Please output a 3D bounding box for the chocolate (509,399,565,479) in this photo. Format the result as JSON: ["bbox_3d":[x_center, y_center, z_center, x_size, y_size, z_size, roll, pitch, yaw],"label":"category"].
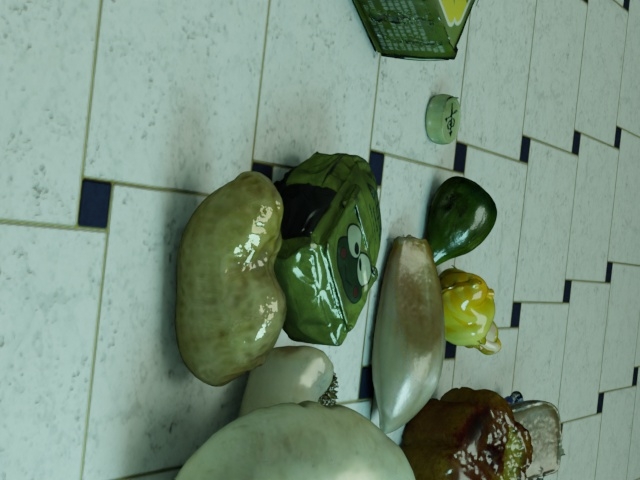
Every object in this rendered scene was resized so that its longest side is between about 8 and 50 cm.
[{"bbox_3d":[0.328,0.378,2.311,0.261,0.083,0.161,-7,101,-31],"label":"chocolate"}]

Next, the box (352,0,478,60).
[{"bbox_3d":[0.132,-0.526,1.758,0.420,0.138,0.373,59,45,-49],"label":"box"}]

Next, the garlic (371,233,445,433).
[{"bbox_3d":[0.140,0.144,1.968,0.143,0.112,0.318,17,70,-59],"label":"garlic"}]

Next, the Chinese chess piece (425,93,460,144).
[{"bbox_3d":[0.203,-0.200,2.065,0.084,0.034,0.084,-23,116,-58],"label":"Chinese chess piece"}]

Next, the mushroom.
[{"bbox_3d":[-0.017,0.305,1.483,0.356,0.315,0.315,-47,136,-31],"label":"mushroom"}]

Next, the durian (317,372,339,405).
[{"bbox_3d":[-0.014,0.197,1.711,0.140,0.071,0.110,40,60,-52],"label":"durian"}]

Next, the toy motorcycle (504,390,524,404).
[{"bbox_3d":[0.349,0.385,2.420,0.114,0.076,0.205,29,72,-50],"label":"toy motorcycle"}]

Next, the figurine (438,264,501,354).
[{"bbox_3d":[0.246,0.127,2.123,0.246,0.131,0.156,49,19,-52],"label":"figurine"}]

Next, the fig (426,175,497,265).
[{"bbox_3d":[0.223,-0.016,2.078,0.177,0.117,0.117,-61,146,-18],"label":"fig"}]

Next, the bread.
[{"bbox_3d":[0.251,0.369,2.098,0.232,0.135,0.247,47,53,-21],"label":"bread"}]

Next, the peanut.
[{"bbox_3d":[-0.100,0.046,1.450,0.122,0.137,0.253,-12,103,-62],"label":"peanut"}]

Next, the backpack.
[{"bbox_3d":[0.000,0.000,1.630,0.253,0.140,0.207,-63,147,-46],"label":"backpack"}]
